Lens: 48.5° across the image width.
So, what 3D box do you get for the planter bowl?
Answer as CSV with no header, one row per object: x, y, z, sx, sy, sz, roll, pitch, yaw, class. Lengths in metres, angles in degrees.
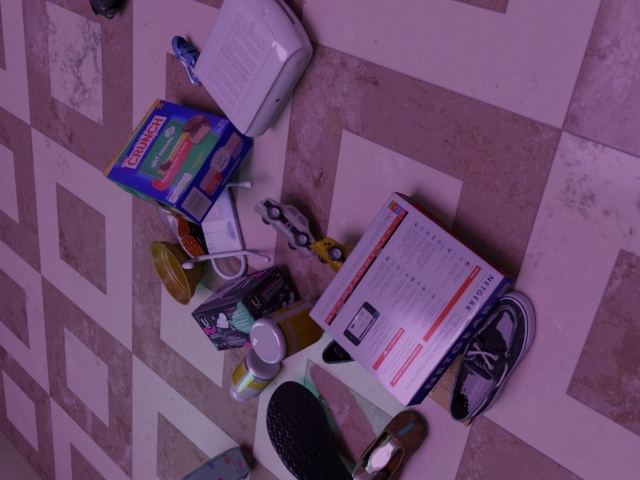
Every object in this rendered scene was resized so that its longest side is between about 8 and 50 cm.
-0.420,0.081,2.154,0.217,0.090,0.217,35,140,36,planter bowl

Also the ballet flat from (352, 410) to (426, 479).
0.149,0.555,1.769,0.116,0.124,0.342,46,133,22,ballet flat

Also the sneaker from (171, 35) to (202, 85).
-0.342,-0.486,1.892,0.059,0.053,0.144,-27,95,47,sneaker

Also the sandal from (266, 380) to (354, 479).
-0.018,0.599,1.938,0.446,0.167,0.107,62,165,8,sandal

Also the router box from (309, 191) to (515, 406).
0.180,0.120,1.485,0.301,0.082,0.335,42,105,28,router box

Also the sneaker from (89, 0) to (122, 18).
-0.600,-0.696,2.048,0.234,0.078,0.106,12,117,46,sneaker

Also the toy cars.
0.000,0.000,1.718,0.393,0.087,0.176,34,163,33,toy cars

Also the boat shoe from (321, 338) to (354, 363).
0.096,0.245,1.730,0.254,0.079,0.095,-27,86,47,boat shoe

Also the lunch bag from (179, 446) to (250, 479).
-0.361,0.774,2.255,0.108,0.279,0.224,55,146,14,lunch bag

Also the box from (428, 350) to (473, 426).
0.282,0.304,1.612,0.201,0.021,0.165,36,128,29,box

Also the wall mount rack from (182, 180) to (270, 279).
-0.263,-0.046,1.938,0.304,0.130,0.350,-7,103,27,wall mount rack

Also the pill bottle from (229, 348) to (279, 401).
-0.198,0.394,2.064,0.103,0.103,0.184,52,135,16,pill bottle

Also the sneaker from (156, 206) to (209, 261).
-0.409,-0.047,2.120,0.263,0.099,0.121,59,156,7,sneaker

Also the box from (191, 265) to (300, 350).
-0.200,0.184,1.922,0.247,0.163,0.142,-17,111,47,box

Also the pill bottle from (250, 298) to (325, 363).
-0.065,0.219,1.784,0.117,0.208,0.118,18,118,39,pill bottle

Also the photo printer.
-0.158,-0.439,1.686,0.256,0.107,0.307,52,134,16,photo printer

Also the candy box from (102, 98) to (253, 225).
-0.379,-0.216,1.881,0.317,0.268,0.122,21,165,38,candy box

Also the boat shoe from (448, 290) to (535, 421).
0.340,0.244,1.455,0.108,0.102,0.301,36,119,30,boat shoe
